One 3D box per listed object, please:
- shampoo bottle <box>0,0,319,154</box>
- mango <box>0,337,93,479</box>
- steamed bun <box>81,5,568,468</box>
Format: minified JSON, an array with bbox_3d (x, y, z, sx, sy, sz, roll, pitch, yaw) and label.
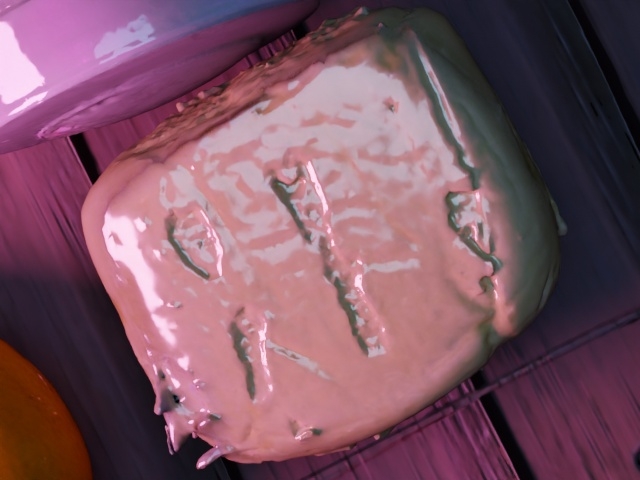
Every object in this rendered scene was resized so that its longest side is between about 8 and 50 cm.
[{"bbox_3d":[-0.150,-0.202,1.064,0.273,0.273,0.266,-26,91,1],"label":"shampoo bottle"},{"bbox_3d":[-0.242,0.135,1.111,0.175,0.139,0.254,-38,77,-7],"label":"mango"},{"bbox_3d":[0.000,0.000,1.095,0.273,0.166,0.232,-33,98,5],"label":"steamed bun"}]
